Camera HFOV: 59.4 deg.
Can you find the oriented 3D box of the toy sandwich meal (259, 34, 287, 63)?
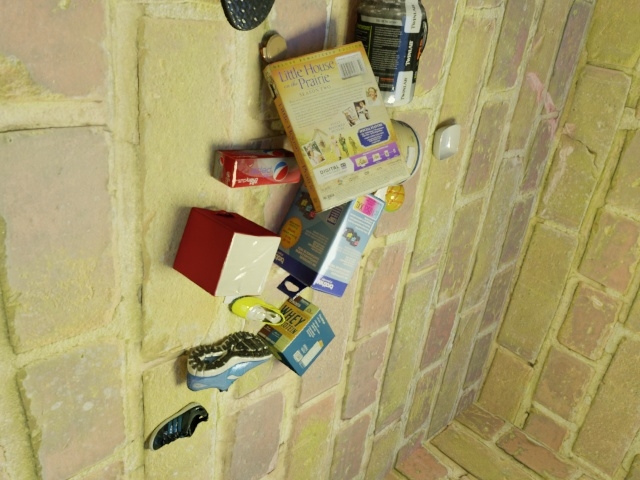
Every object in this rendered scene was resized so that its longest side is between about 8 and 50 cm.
[{"bbox_3d":[-0.126,-0.514,1.515,0.086,0.029,0.085,-27,127,-43],"label":"toy sandwich meal"}]

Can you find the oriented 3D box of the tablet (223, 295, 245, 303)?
[{"bbox_3d":[-0.271,0.175,1.791,0.083,0.006,0.054,2,110,-51],"label":"tablet"}]

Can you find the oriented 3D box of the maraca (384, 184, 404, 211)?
[{"bbox_3d":[0.256,-0.197,2.116,0.127,0.099,0.185,-31,108,-31],"label":"maraca"}]

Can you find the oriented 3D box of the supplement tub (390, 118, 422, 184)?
[{"bbox_3d":[0.160,-0.294,1.824,0.316,0.228,0.228,-3,114,-50],"label":"supplement tub"}]

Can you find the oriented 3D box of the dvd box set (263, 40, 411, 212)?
[{"bbox_3d":[0.052,-0.322,1.579,0.308,0.062,0.420,-23,94,-24],"label":"dvd box set"}]

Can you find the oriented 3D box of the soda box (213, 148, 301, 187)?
[{"bbox_3d":[-0.173,-0.208,1.594,0.263,0.092,0.083,-12,122,-46],"label":"soda box"}]

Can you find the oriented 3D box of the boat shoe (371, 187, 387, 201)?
[{"bbox_3d":[0.191,-0.138,2.054,0.096,0.098,0.277,22,104,-31],"label":"boat shoe"}]

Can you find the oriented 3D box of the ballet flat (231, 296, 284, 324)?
[{"bbox_3d":[-0.196,0.239,1.855,0.077,0.077,0.231,-58,145,3],"label":"ballet flat"}]

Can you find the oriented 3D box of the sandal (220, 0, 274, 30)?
[{"bbox_3d":[-0.187,-0.709,1.274,0.168,0.107,0.445,-16,111,-43],"label":"sandal"}]

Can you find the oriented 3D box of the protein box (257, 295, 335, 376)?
[{"bbox_3d":[-0.082,0.337,2.009,0.201,0.136,0.199,-48,141,-19],"label":"protein box"}]

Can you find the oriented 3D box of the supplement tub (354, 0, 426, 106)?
[{"bbox_3d":[0.204,-0.595,1.706,0.207,0.207,0.337,-22,129,-41],"label":"supplement tub"}]

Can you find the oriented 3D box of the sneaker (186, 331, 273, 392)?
[{"bbox_3d":[-0.300,0.401,1.825,0.330,0.130,0.147,-8,132,-44],"label":"sneaker"}]

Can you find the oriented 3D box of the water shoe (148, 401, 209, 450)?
[{"bbox_3d":[-0.448,0.598,1.782,0.203,0.080,0.072,-39,137,-28],"label":"water shoe"}]

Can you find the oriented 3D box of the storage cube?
[{"bbox_3d":[-0.260,0.036,1.561,0.184,0.193,0.214,7,106,-52],"label":"storage cube"}]

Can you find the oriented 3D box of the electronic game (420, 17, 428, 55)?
[{"bbox_3d":[0.287,-0.685,1.880,0.229,0.048,0.229,-26,129,-37],"label":"electronic game"}]

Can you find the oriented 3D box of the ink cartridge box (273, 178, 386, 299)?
[{"bbox_3d":[0.000,0.000,1.772,0.151,0.270,0.395,21,95,-41],"label":"ink cartridge box"}]

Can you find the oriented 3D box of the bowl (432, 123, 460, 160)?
[{"bbox_3d":[0.514,-0.412,2.320,0.142,0.053,0.142,-27,132,-38],"label":"bowl"}]
